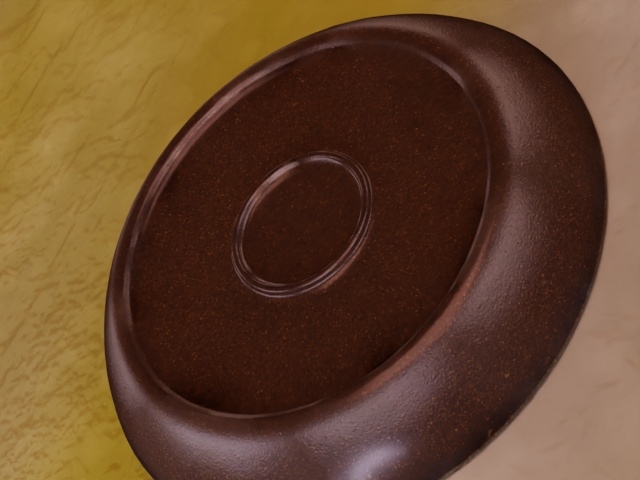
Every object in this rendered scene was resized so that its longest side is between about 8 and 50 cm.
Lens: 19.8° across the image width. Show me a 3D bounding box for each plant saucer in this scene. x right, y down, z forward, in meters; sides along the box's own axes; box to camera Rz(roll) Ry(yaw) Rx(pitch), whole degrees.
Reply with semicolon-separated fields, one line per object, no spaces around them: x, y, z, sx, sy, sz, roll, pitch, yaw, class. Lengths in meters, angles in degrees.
0.000;0.000;0.974;0.311;0.050;0.310;-18;52;25;plant saucer
